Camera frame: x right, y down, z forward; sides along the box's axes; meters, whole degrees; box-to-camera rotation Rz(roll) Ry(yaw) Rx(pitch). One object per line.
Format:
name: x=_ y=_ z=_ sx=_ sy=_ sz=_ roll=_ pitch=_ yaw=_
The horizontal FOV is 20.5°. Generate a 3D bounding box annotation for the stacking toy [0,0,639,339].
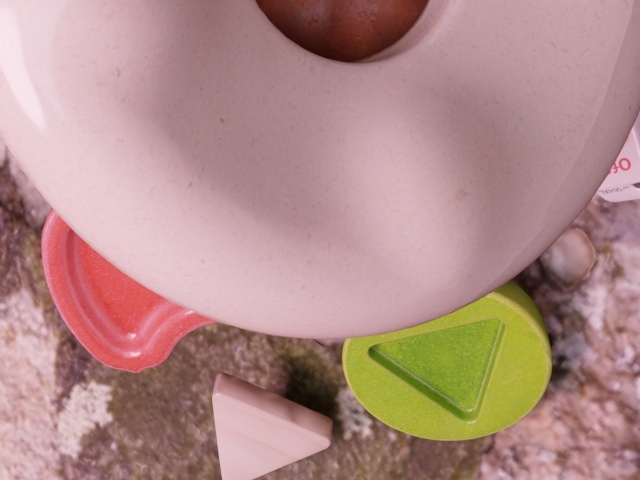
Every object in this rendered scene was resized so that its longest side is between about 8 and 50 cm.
stacking toy: x=-0.089 y=-0.132 z=0.928 sx=0.480 sy=0.351 sz=0.350 roll=0 pitch=105 yaw=60

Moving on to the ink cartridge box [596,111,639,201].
ink cartridge box: x=0.169 y=-0.089 z=1.023 sx=0.092 sy=0.090 sz=0.143 roll=-11 pitch=98 yaw=51

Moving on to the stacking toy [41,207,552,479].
stacking toy: x=0.000 y=0.000 z=1.133 sx=0.309 sy=0.130 sz=0.279 roll=-16 pitch=124 yaw=18
